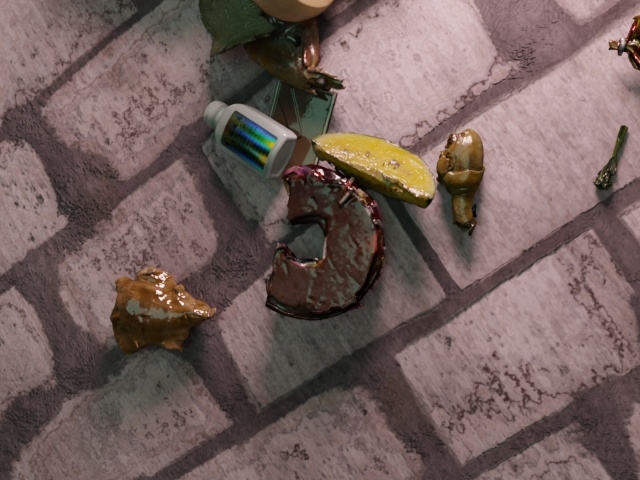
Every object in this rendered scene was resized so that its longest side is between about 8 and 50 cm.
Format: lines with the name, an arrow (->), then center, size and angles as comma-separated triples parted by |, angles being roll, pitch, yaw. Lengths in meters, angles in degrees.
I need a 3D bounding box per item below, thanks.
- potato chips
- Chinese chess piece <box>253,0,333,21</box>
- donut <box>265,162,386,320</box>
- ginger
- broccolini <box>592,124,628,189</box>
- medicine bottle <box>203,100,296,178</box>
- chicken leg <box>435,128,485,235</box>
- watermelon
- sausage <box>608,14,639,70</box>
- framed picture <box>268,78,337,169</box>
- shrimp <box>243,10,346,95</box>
potato chips -> -0.206, -0.504, 1.646 | 0.167, 0.059, 0.228 | -39, 56, 18
Chinese chess piece -> -0.068, -0.607, 1.530 | 0.102, 0.273, 0.273 | -6, 89, 42
donut -> 0.021, 0.008, 1.580 | 0.259, 0.136, 0.345 | 7, 95, 16
ginger -> -0.371, 0.167, 1.705 | 0.270, 0.123, 0.219 | -10, 91, 6
broccolini -> 0.600, -0.170, 1.474 | 0.035, 0.030, 0.140 | 19, 92, 51
medicine bottle -> -0.171, -0.244, 1.647 | 0.229, 0.083, 0.121 | 35, 111, 22
chicken leg -> 0.298, -0.126, 1.532 | 0.103, 0.088, 0.228 | 3, 98, 6
watermelon -> 0.122, -0.158, 1.550 | 0.301, 0.129, 0.123 | 27, 105, 17
sausage -> 0.729, -0.396, 1.387 | 0.317, 0.117, 0.125 | -7, 112, 18
framed picture -> -0.055, -0.262, 1.659 | 0.150, 0.015, 0.203 | 16, 96, 15
shrimp -> -0.052, -0.442, 1.624 | 0.317, 0.077, 0.168 | 36, 100, 18
